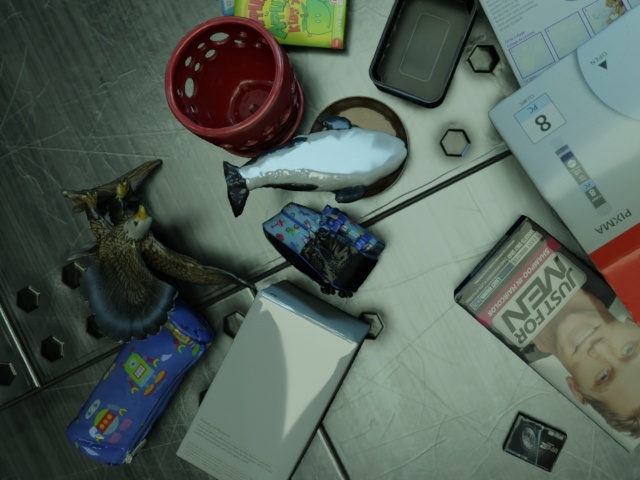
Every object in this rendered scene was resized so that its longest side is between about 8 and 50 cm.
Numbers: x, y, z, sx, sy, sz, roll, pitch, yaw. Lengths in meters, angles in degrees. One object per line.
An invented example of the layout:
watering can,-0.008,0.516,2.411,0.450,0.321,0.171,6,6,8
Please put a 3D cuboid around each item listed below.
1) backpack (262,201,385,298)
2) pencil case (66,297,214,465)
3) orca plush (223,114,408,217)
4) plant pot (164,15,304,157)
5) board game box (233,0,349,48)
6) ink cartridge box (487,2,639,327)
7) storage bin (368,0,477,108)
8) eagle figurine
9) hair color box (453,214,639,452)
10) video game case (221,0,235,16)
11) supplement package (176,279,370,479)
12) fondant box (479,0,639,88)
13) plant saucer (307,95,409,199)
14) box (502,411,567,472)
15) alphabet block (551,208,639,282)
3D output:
backpack,0.000,0.000,1.283,0.173,0.158,0.117,37,94,16
pencil case,-0.299,0.242,1.358,0.133,0.119,0.306,39,99,23
orca plush,-0.008,-0.095,1.267,0.287,0.102,0.151,-26,72,-18
plant pot,-0.121,-0.229,1.265,0.191,0.174,0.191,-3,79,17
board game box,-0.048,-0.364,1.313,0.181,0.043,0.092,6,104,7
ink cartridge box,0.442,-0.096,1.013,0.308,0.091,0.385,-35,71,16
storage bin,0.162,-0.310,1.271,0.122,0.084,0.180,22,97,8
eagle figurine,-0.282,0.026,1.291,0.226,0.225,0.298,-38,79,-1
hair color box,0.391,0.136,1.243,0.347,0.105,0.174,41,99,5
video game case,-0.116,-0.464,1.345,0.119,0.015,0.166,-9,92,10
supplement package,-0.068,0.235,1.289,0.175,0.177,0.293,28,98,8
fondant box,0.374,-0.335,1.171,0.238,0.096,0.330,-26,77,21
plant saucer,0.061,-0.151,1.324,0.168,0.029,0.168,0,93,9
box,0.345,0.325,1.303,0.083,0.018,0.067,25,97,8
alphabet block,0.469,-0.047,1.152,0.192,0.197,0.193,44,101,21
